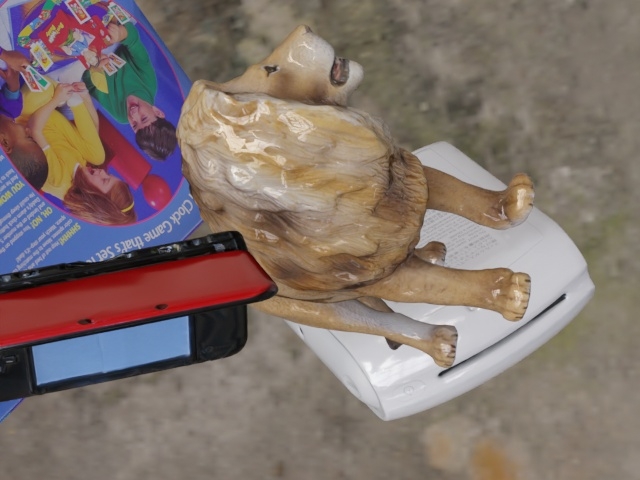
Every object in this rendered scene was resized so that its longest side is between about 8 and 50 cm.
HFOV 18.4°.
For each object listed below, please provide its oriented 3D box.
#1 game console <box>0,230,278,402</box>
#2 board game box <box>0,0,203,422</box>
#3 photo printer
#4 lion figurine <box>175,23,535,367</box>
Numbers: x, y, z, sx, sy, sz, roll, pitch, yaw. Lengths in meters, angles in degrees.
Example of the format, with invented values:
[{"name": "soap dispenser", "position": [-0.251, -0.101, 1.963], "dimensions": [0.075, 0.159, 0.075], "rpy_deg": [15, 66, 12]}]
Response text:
[{"name": "game console", "position": [-0.098, 0.051, 0.959], "dimensions": [0.144, 0.085, 0.124], "rpy_deg": [-10, 137, -11]}, {"name": "board game box", "position": [-0.219, -0.044, 1.354], "dimensions": [0.233, 0.078, 0.347], "rpy_deg": [55, 43, -11]}, {"name": "photo printer", "position": [0.100, 0.040, 1.898], "dimensions": [0.256, 0.307, 0.107], "rpy_deg": [-30, 121, -11]}, {"name": "lion figurine", "position": [0.000, 0.000, 1.342], "dimensions": [0.240, 0.392, 0.142], "rpy_deg": [11, 68, -9]}]
